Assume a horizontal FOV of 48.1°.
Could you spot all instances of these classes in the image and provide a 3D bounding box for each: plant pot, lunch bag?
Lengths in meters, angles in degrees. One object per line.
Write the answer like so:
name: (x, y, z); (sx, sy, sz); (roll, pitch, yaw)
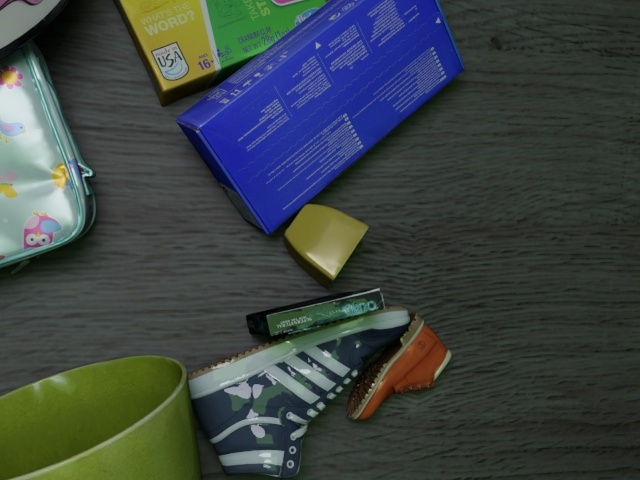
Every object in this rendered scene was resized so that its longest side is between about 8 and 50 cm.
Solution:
plant pot: (-0.231, 0.308, 0.736); (0.275, 0.275, 0.293); (-17, 102, -14)
plant pot: (0.000, 0.000, 0.896); (0.083, 0.081, 0.081); (34, 78, 2)
lunch bag: (-0.378, -0.096, 0.791); (0.224, 0.108, 0.279); (-19, 96, -13)

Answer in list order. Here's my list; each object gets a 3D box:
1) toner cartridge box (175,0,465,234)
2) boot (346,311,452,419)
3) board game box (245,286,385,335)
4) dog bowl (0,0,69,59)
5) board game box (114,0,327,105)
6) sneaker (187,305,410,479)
toner cartridge box: (0.010, -0.182, 0.885); (0.348, 0.075, 0.165); (-41, 124, -14)
boot: (0.102, 0.177, 0.910); (0.084, 0.059, 0.158); (44, 76, -10)
board game box: (-0.013, 0.083, 0.826); (0.126, 0.186, 0.026); (-12, 87, -13)
dog bowl: (-0.453, -0.341, 0.717); (0.408, 0.150, 0.407); (0, 61, -1)
board game box: (-0.157, -0.362, 0.908); (0.242, 0.064, 0.316); (-26, 90, -14)
sneaker: (-0.008, 0.184, 0.859); (0.282, 0.099, 0.153); (-19, 83, -7)
